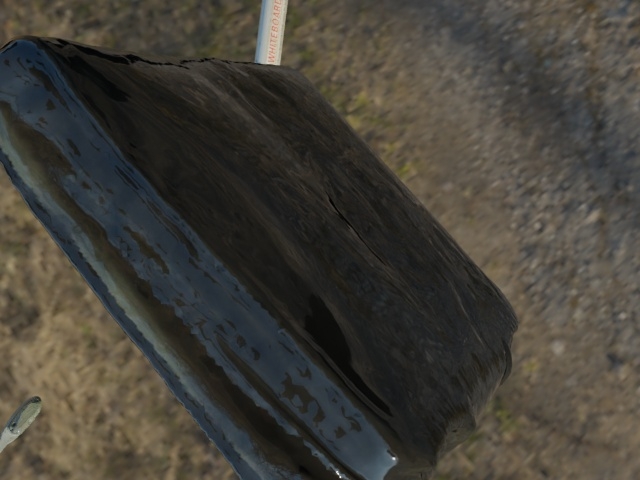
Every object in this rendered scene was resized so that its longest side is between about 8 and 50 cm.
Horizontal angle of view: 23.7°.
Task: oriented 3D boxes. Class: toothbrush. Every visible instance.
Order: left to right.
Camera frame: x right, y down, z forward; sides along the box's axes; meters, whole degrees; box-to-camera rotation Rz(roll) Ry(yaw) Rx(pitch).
[{"bbox_3d":[-0.249,0.180,1.013,0.014,0.194,0.017,42,164,-12],"label":"toothbrush"}]

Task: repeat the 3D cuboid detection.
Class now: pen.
[{"bbox_3d":[-0.051,-0.169,1.454,0.028,0.028,0.239,11,96,34],"label":"pen"}]

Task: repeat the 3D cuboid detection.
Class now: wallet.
[{"bbox_3d":[0.000,0.000,0.627,0.051,0.377,0.197,-42,86,14],"label":"wallet"}]
